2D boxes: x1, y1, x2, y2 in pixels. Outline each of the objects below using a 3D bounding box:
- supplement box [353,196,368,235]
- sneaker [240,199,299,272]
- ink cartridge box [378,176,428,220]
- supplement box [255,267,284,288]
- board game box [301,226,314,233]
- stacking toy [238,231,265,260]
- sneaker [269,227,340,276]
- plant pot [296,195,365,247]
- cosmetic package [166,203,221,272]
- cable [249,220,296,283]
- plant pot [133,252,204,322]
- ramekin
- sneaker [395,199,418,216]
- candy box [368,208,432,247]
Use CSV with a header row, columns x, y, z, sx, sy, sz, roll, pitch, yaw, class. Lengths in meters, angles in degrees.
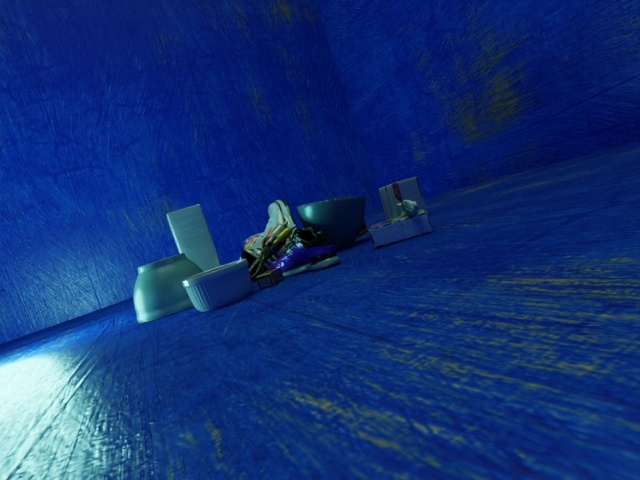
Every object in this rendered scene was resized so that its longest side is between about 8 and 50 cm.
x,y,z,sx,sy,sz,roll,pitch,yaw,class
0.124,-0.103,2.062,0.129,0.194,0.191,-16,4,29,supplement box
-0.228,-0.022,1.718,0.258,0.169,0.447,-19,34,-8,sneaker
0.403,-0.193,2.018,0.114,0.196,0.273,-17,4,-10,ink cartridge box
-0.162,0.121,1.309,0.055,0.043,0.083,-17,5,21,supplement box
-0.046,0.014,1.627,0.030,0.136,0.260,-20,5,-9,board game box
-0.298,0.097,1.787,0.175,0.165,0.302,-16,19,21,stacking toy
-0.068,0.032,1.369,0.294,0.146,0.102,-15,5,39,sneaker
0.057,-0.069,1.732,0.291,0.195,0.290,-9,1,0,plant pot
-0.573,0.042,1.890,0.156,0.384,0.217,-21,7,-18,cosmetic package
-0.207,0.035,1.484,0.140,0.072,0.287,0,38,41,cable
-0.569,0.162,1.535,0.293,0.196,0.293,-19,3,1,plant pot
-0.310,0.140,1.262,0.207,0.108,0.207,-18,4,1,ramekin
0.296,-0.112,1.343,0.061,0.053,0.152,-16,5,-6,sneaker
0.272,-0.043,1.394,0.196,0.070,0.165,-17,4,12,candy box
